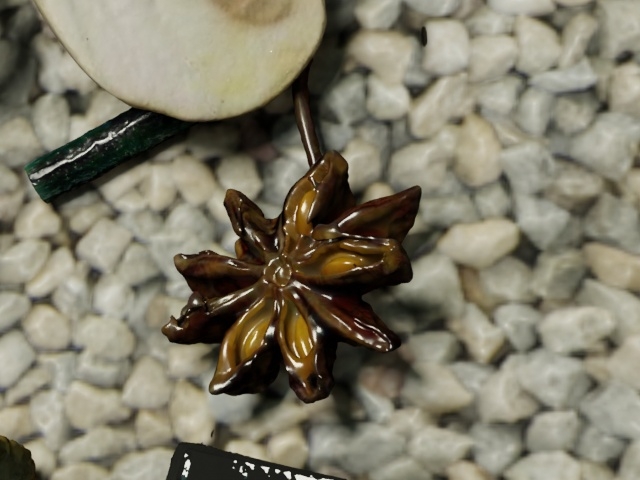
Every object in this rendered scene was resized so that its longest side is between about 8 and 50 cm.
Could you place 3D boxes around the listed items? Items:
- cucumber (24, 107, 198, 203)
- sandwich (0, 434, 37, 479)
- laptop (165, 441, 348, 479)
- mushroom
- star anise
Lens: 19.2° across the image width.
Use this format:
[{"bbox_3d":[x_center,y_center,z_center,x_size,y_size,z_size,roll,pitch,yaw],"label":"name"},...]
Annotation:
[{"bbox_3d":[-0.128,-0.067,1.234,0.133,0.032,0.032,-27,68,4],"label":"cucumber"},{"bbox_3d":[-0.254,0.247,1.039,0.131,0.262,0.325,-4,71,12],"label":"sandwich"},{"bbox_3d":[-0.055,0.225,1.128,0.135,0.016,0.197,11,75,19],"label":"laptop"},{"bbox_3d":[-0.090,-0.174,1.222,0.236,0.162,0.173,-18,107,-19],"label":"mushroom"},{"bbox_3d":[0.000,-0.003,1.156,0.177,0.073,0.234,22,82,35],"label":"star anise"}]
